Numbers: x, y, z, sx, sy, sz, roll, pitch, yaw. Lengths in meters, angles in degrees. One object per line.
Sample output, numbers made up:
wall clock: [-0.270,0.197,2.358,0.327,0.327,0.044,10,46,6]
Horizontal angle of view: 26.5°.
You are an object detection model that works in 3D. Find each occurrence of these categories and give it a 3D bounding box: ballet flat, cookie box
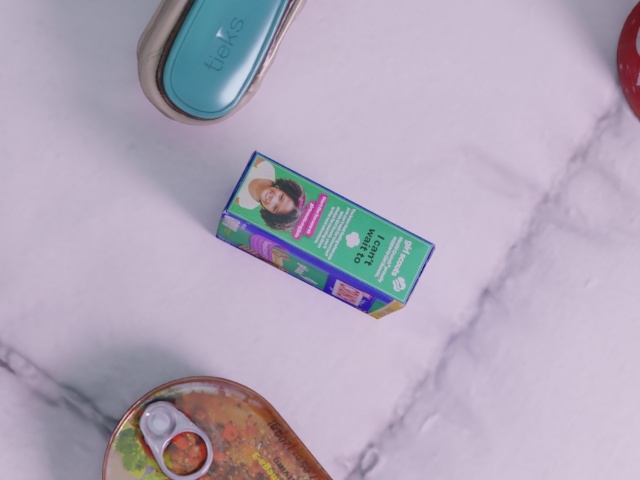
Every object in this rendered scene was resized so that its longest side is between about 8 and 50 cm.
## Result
ballet flat: [-0.023,-0.177,0.747,0.086,0.086,0.248,36,97,0]
cookie box: [0.000,0.000,0.738,0.107,0.092,0.040,27,80,-2]

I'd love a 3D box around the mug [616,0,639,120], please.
mug: [0.261,-0.134,0.760,0.150,0.169,0.113,-40,87,-12]

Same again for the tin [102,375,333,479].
tin: [-0.039,0.160,0.731,0.106,0.040,0.190,-38,87,-17]
